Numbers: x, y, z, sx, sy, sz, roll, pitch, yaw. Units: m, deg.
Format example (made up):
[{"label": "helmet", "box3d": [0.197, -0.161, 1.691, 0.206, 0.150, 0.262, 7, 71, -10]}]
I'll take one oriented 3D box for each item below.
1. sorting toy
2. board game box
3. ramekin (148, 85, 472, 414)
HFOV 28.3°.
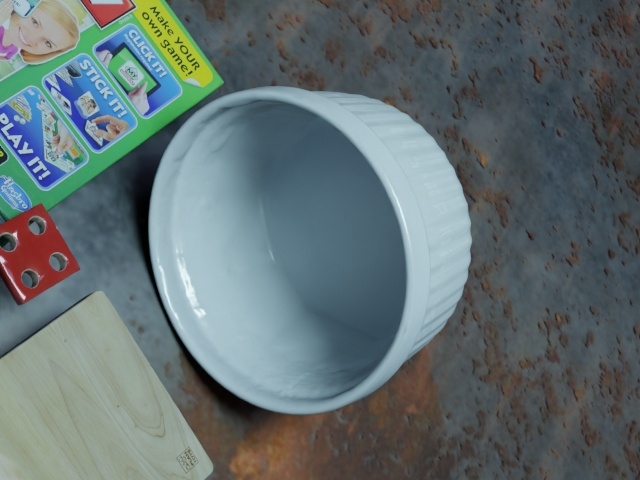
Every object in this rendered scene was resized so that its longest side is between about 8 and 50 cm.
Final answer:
[{"label": "sorting toy", "box3d": [-0.153, 0.112, 0.738, 0.132, 0.046, 0.274, -40, 103, -43]}, {"label": "board game box", "box3d": [-0.227, -0.177, 0.813, 0.317, 0.046, 0.213, 53, 48, -8]}, {"label": "ramekin", "box3d": [0.000, 0.000, 0.821, 0.109, 0.207, 0.207, -18, 83, -52]}]
